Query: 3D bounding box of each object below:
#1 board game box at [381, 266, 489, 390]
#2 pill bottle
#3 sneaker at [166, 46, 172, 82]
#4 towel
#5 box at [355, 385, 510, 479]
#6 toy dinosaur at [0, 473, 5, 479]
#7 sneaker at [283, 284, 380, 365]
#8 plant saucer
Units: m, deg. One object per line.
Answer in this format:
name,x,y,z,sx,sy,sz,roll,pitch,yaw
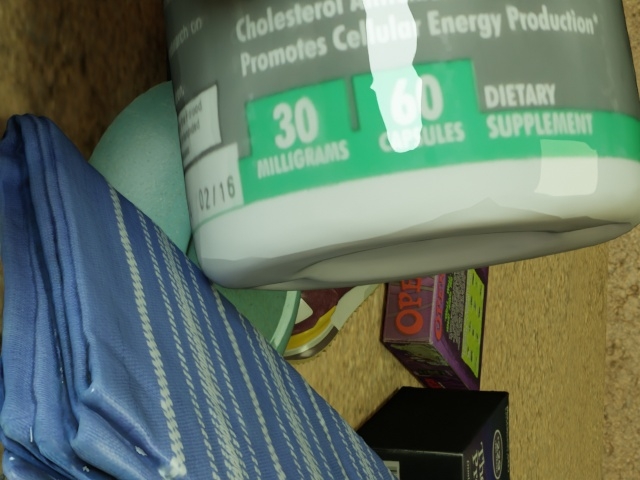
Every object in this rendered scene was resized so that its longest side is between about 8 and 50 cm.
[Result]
board game box,0.117,-0.047,1.272,0.208,0.056,0.347,57,38,-66
pill bottle,0.022,-0.168,0.635,0.204,0.204,0.361,15,65,-71
sneaker,-0.059,-0.080,0.755,0.098,0.038,0.069,62,34,-38
towel,-0.011,0.107,0.568,0.336,0.040,0.243,49,7,-29
box,0.089,0.265,1.115,0.184,0.103,0.261,-30,119,-72
toy dinosaur,-0.097,0.130,0.487,0.268,0.064,0.118,29,32,-22
sneaker,0.000,0.000,0.878,0.185,0.069,0.084,-60,151,-58
plant saucer,-0.053,0.017,0.704,0.195,0.037,0.195,-12,104,-57
